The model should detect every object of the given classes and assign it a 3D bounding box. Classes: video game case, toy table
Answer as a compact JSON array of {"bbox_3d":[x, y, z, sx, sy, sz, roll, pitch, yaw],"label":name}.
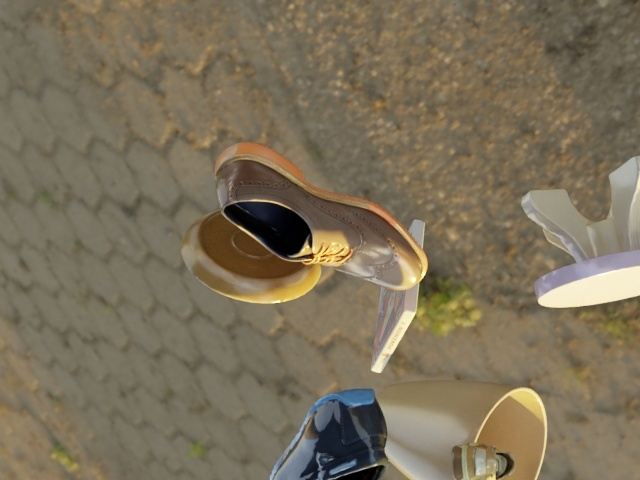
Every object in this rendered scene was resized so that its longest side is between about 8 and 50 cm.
[{"bbox_3d":[0.130,0.094,1.921,0.023,0.201,0.183,16,138,-7],"label":"video game case"},{"bbox_3d":[0.432,-0.004,1.721,0.252,0.274,0.161,-35,61,48],"label":"toy table"}]

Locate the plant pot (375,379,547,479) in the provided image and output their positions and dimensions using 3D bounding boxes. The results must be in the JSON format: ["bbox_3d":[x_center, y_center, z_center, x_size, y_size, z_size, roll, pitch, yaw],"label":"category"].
[{"bbox_3d":[0.228,0.358,2.075,0.274,0.256,0.256,14,132,40],"label":"plant pot"}]

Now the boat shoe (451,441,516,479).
[{"bbox_3d":[0.229,0.306,1.532,0.072,0.190,0.068,-7,80,16],"label":"boat shoe"}]

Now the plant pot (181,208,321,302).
[{"bbox_3d":[-0.111,0.014,1.875,0.236,0.236,0.032,36,132,24],"label":"plant pot"}]

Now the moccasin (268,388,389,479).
[{"bbox_3d":[0.005,0.315,1.427,0.342,0.138,0.117,101,155,-53],"label":"moccasin"}]

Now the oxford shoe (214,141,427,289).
[{"bbox_3d":[0.000,0.000,1.648,0.364,0.132,0.130,26,126,-20],"label":"oxford shoe"}]
